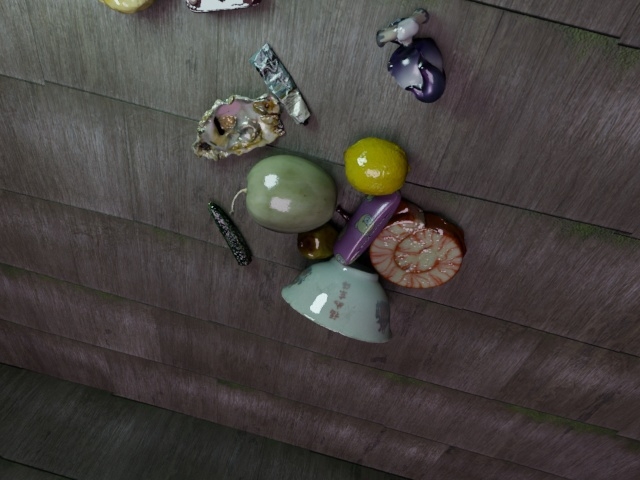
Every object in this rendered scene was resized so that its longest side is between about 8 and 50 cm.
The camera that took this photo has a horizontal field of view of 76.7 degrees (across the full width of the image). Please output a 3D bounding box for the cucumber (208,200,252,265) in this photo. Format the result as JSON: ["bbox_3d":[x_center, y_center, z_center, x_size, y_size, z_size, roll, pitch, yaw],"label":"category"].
[{"bbox_3d":[-0.349,-0.029,1.563,0.067,0.068,0.294,-11,121,21],"label":"cucumber"}]

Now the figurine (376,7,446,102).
[{"bbox_3d":[0.254,-0.466,1.048,0.145,0.145,0.222,-19,119,25],"label":"figurine"}]

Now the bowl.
[{"bbox_3d":[0.092,0.176,1.468,0.434,0.435,0.196,21,98,-3],"label":"bowl"}]

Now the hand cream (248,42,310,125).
[{"bbox_3d":[-0.110,-0.451,1.205,0.075,0.052,0.248,-34,109,7],"label":"hand cream"}]

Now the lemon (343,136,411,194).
[{"bbox_3d":[0.169,-0.224,1.226,0.192,0.181,0.181,-10,130,-19],"label":"lemon"}]

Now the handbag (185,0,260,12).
[{"bbox_3d":[-0.264,-0.702,1.025,0.202,0.074,0.216,1,127,11],"label":"handbag"}]

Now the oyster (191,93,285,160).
[{"bbox_3d":[-0.273,-0.367,1.276,0.354,0.107,0.201,-19,148,16],"label":"oyster"}]

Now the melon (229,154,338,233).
[{"bbox_3d":[-0.099,-0.147,1.298,0.307,0.272,0.272,19,131,-24],"label":"melon"}]

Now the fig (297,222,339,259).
[{"bbox_3d":[0.000,0.000,1.457,0.165,0.144,0.154,10,161,-17],"label":"fig"}]

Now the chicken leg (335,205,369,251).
[{"bbox_3d":[0.122,-0.038,1.459,0.093,0.053,0.205,1,124,31],"label":"chicken leg"}]

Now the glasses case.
[{"bbox_3d":[0.150,-0.055,1.343,0.075,0.123,0.316,26,110,-31],"label":"glasses case"}]

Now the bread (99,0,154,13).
[{"bbox_3d":[-0.505,-0.718,1.035,0.244,0.134,0.245,7,126,11],"label":"bread"}]

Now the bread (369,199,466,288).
[{"bbox_3d":[0.329,0.031,1.416,0.327,0.114,0.295,23,128,-5],"label":"bread"}]
